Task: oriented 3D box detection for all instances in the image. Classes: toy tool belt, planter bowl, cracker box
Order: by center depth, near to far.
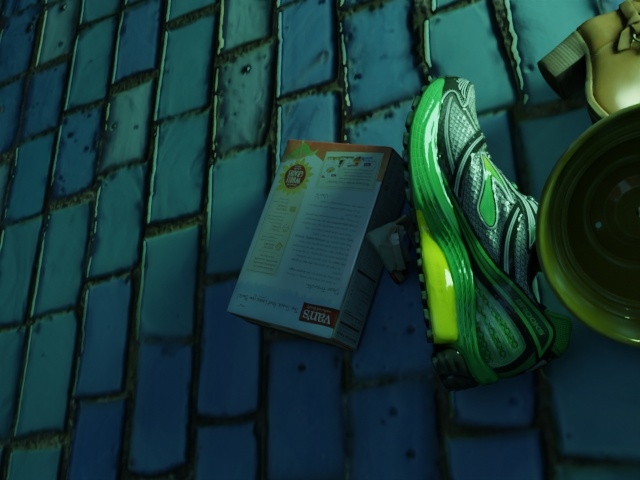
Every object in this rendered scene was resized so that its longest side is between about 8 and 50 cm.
[{"bbox_3d":[0.298,-0.019,0.658,0.217,0.090,0.217,2,102,8],"label":"planter bowl"},{"bbox_3d":[0.090,0.010,0.810,0.051,0.083,0.052,-34,44,-2],"label":"toy tool belt"},{"bbox_3d":[0.000,0.000,0.874,0.155,0.067,0.232,10,74,35],"label":"cracker box"}]

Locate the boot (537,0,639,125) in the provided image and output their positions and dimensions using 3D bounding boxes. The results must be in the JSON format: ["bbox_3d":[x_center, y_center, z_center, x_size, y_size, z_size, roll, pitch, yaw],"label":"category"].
[{"bbox_3d":[0.332,-0.170,0.741,0.152,0.073,0.197,-34,58,10],"label":"boot"}]

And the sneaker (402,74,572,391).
[{"bbox_3d":[0.169,-0.022,0.759,0.146,0.134,0.344,-11,66,12],"label":"sneaker"}]
